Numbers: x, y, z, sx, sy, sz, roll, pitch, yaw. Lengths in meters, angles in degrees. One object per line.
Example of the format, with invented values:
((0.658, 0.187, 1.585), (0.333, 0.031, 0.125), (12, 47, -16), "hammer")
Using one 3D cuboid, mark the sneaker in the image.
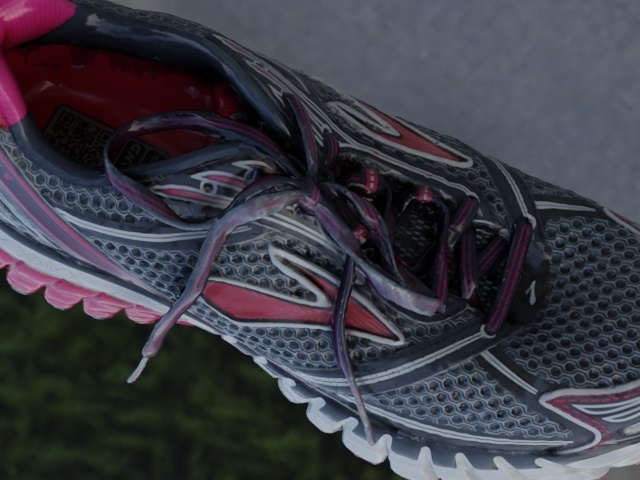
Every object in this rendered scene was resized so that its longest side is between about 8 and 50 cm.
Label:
((0.000, 0.000, 0.662), (0.299, 0.120, 0.112), (17, 155, 3), "sneaker")
